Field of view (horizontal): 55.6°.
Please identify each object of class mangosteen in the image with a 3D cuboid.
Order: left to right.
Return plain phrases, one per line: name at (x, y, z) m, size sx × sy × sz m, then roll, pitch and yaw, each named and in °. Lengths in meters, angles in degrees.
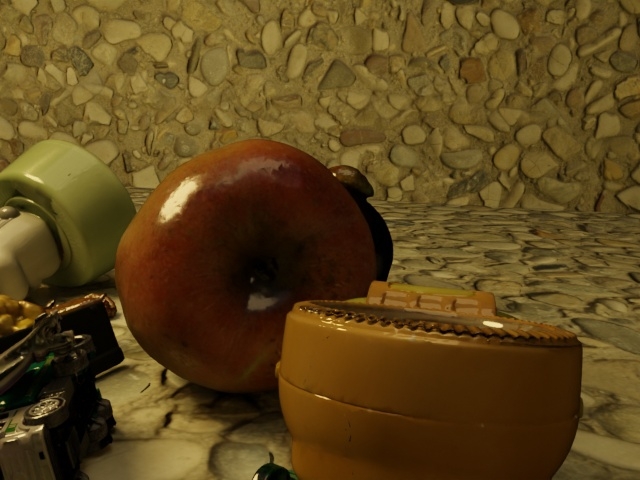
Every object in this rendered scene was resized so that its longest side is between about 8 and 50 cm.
mangosteen at (0.000, 0.000, 1.100) m, size 0.288 × 0.288 × 0.288 m, roll 3°, pitch 12°, yaw -1°

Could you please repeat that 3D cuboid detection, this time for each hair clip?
hair clip at (-0.328, 0.124, 0.593) m, size 0.172 × 0.049 × 0.116 m, roll -27°, pitch 12°, yaw -10°

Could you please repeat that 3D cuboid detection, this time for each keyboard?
keyboard at (-0.362, 0.160, 0.731) m, size 0.018 × 0.101 × 0.309 m, roll -20°, pitch 2°, yaw 28°

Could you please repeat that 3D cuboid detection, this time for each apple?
apple at (-0.097, 0.043, 0.827) m, size 0.338 × 0.339 × 0.305 m, roll 0°, pitch -7°, yaw -12°

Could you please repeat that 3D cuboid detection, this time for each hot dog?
hot dog at (-0.398, 0.115, 1.057) m, size 0.083 × 0.035 × 0.058 m, roll 4°, pitch 8°, yaw 5°

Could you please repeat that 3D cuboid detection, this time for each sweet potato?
sweet potato at (-0.425, 0.136, 0.917) m, size 0.226 × 0.068 × 0.068 m, roll -15°, pitch 12°, yaw 2°

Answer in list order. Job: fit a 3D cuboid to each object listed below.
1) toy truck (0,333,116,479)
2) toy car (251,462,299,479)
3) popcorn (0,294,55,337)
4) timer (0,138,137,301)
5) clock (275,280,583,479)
toy truck at (-0.285, 0.184, 0.610) m, size 0.116 × 0.110 × 0.216 m, roll -12°, pitch 15°, yaw -7°
toy car at (-0.060, 0.231, 0.400) m, size 0.141 × 0.097 × 0.320 m, roll 10°, pitch -2°, yaw 31°
popcorn at (-0.463, 0.123, 0.785) m, size 0.194 × 0.140 × 0.163 m, roll 14°, pitch 5°, yaw 5°
timer at (-0.545, 0.006, 1.126) m, size 0.290 × 0.291 × 0.315 m, roll 8°, pitch 36°, yaw 24°
clock at (0.089, 0.132, 0.517) m, size 0.244 × 0.200 × 0.317 m, roll 2°, pitch -7°, yaw 10°
